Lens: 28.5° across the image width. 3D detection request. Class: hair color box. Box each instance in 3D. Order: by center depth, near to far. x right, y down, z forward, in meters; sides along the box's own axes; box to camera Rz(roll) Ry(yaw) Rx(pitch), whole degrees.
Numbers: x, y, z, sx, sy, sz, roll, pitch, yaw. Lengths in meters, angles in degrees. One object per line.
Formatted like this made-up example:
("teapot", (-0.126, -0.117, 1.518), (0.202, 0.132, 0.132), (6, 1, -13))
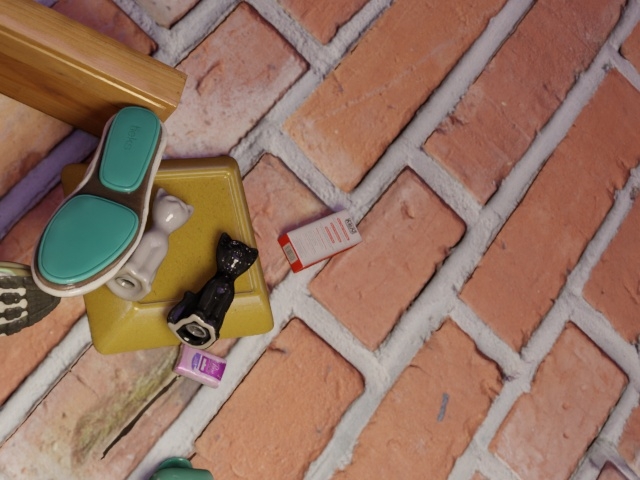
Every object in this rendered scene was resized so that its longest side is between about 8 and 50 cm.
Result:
("hair color box", (0.000, 0.000, 2.266), (0.141, 0.043, 0.072), (-22, 83, -32))

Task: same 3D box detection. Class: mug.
("mug", (-0.228, 0.412, 1.941), (0.097, 0.157, 0.130), (7, 91, -21))

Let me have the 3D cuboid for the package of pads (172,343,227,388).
("package of pads", (-0.200, 0.208, 2.081), (0.083, 0.032, 0.050), (25, 64, -19))

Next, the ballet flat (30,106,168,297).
("ballet flat", (-0.329, -0.036, 1.927), (0.139, 0.139, 0.400), (31, 46, -15))

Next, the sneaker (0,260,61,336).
("sneaker", (-0.582, 0.028, 1.844), (0.410, 0.158, 0.182), (5, 51, -12))

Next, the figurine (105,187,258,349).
("figurine", (-0.218, 0.033, 2.021), (0.215, 0.092, 0.209), (36, 50, -11))

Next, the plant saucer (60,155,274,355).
("plant saucer", (-0.240, 0.005, 2.111), (0.332, 0.081, 0.333), (-5, 74, -31))

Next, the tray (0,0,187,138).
("tray", (-0.443, -0.285, 2.035), (0.410, 0.203, 0.076), (25, 61, -19))
